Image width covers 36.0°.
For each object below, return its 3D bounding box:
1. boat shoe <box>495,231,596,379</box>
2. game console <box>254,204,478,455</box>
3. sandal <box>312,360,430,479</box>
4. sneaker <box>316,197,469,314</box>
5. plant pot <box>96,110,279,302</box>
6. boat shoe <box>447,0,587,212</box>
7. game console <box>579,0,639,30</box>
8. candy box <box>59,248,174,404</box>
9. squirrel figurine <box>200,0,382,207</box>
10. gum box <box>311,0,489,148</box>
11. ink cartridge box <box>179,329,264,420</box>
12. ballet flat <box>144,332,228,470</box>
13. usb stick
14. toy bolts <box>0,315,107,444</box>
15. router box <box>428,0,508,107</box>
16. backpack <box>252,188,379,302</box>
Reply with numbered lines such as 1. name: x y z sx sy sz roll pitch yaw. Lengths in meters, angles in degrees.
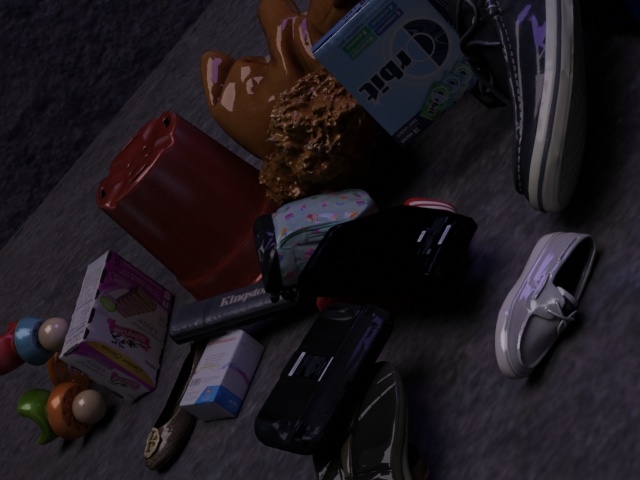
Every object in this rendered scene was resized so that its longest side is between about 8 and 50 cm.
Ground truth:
1. boat shoe: 0.245 0.067 1.047 0.063 0.066 0.184 -11 37 52
2. game console: 0.031 0.093 1.157 0.213 0.044 0.361 -4 43 44
3. sandal: 0.067 0.270 1.040 0.120 0.086 0.303 -29 48 25
4. sneaker: 0.097 0.024 1.315 0.221 0.087 0.128 -26 26 18
5. plant pot: -0.215 -0.062 1.669 0.272 0.265 0.272 -36 31 25
6. boat shoe: 0.242 -0.258 1.216 0.156 0.187 0.500 -7 65 17
7. game console: 0.409 -0.434 1.261 0.173 0.250 0.293 30 93 37
8. candy box: -0.351 0.148 1.727 0.071 0.159 0.233 -35 32 28
9. squirrel figurine: 0.024 -0.245 1.501 0.370 0.281 0.397 -45 42 42
10. gum box: 0.107 -0.240 1.309 0.157 0.184 0.041 -42 21 14
11. ink cartridge box: -0.146 0.202 1.467 0.088 0.052 0.122 -17 43 47
12. ballet flat: -0.215 0.234 1.523 0.084 0.058 0.250 -11 47 52
13. usb stick: -0.109 0.097 1.482 0.278 0.045 0.077 -18 26 25
14. toy bolts: -0.455 0.217 1.757 0.158 0.228 0.218 -16 27 29
15. router box: 0.201 -0.378 1.387 0.243 0.309 0.081 -59 19 -19
16. backpack: 0.000 0.000 1.380 0.182 0.115 0.152 -12 34 -2
